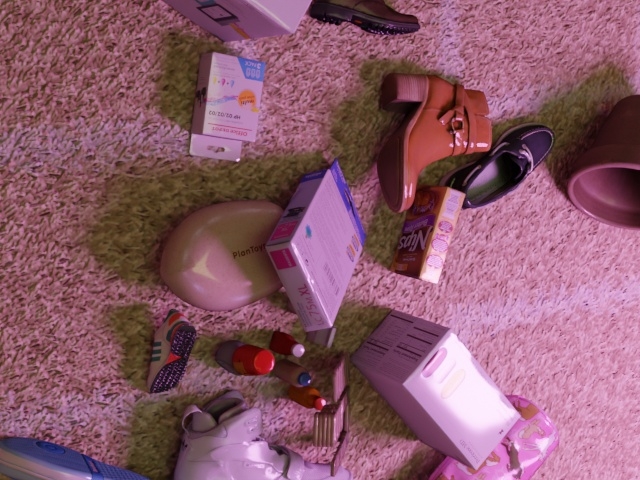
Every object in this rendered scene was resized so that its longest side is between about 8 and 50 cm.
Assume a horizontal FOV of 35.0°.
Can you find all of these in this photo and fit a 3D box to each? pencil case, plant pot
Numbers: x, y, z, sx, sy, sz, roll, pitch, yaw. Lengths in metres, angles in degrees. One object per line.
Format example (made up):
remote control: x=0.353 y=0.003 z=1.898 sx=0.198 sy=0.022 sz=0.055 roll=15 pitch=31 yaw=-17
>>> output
pencil case: x=0.316 y=0.490 z=2.090 sx=0.386 sy=0.167 sz=0.160 roll=-45 pitch=152 yaw=-16
plant pot: x=0.680 y=-0.181 z=2.167 sx=0.263 sy=0.263 sz=0.229 roll=33 pitch=64 yaw=-27

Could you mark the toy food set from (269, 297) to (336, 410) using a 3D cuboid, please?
toy food set: x=-0.020 y=0.195 z=1.903 sx=0.111 sy=0.104 sz=0.232 roll=20 pitch=87 yaw=-28

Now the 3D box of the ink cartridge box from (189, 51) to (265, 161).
ink cartridge box: x=-0.166 y=-0.233 z=1.799 sx=0.104 sy=0.062 sz=0.181 roll=6 pitch=94 yaw=-28

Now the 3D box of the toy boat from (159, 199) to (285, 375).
toy boat: x=-0.159 y=0.090 z=1.811 sx=0.268 sy=0.148 sz=0.318 roll=-11 pitch=94 yaw=-31

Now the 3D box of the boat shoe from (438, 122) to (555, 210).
boat shoe: x=0.382 y=-0.147 z=2.082 sx=0.303 sy=0.091 sz=0.114 roll=-36 pitch=111 yaw=-19

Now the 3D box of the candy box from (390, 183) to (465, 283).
candy box: x=0.209 y=-0.015 z=1.997 sx=0.053 sy=0.109 sz=0.186 roll=17 pitch=87 yaw=-29

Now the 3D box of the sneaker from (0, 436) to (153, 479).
sneaker: x=-0.430 y=0.470 z=1.713 sx=0.319 sy=0.127 sz=0.208 roll=26 pitch=91 yaw=-19

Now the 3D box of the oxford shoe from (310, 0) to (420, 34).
oxford shoe: x=0.094 y=-0.441 z=1.902 sx=0.227 sy=0.083 sz=0.096 roll=10 pitch=87 yaw=-30

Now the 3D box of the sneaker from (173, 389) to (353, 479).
sneaker: x=-0.098 y=0.392 z=1.867 sx=0.366 sy=0.137 sz=0.210 roll=2 pitch=98 yaw=-25

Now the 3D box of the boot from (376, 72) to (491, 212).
boot: x=0.226 y=-0.183 z=1.977 sx=0.220 sy=0.109 sz=0.283 roll=7 pitch=73 yaw=-25

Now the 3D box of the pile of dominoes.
pile of dominoes: x=0.023 y=0.315 z=1.894 sx=0.040 sy=0.251 sz=0.195 roll=2 pitch=94 yaw=7

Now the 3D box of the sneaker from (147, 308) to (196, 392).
sneaker: x=-0.271 y=0.194 z=1.802 sx=0.057 sy=0.075 sz=0.161 roll=5 pitch=121 yaw=-36

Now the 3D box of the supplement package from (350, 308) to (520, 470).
supplement package: x=0.222 y=0.289 z=1.987 sx=0.145 sy=0.204 sz=0.262 roll=-47 pitch=115 yaw=-15

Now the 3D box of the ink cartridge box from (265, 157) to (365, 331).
ink cartridge box: x=0.000 y=0.000 z=1.839 sx=0.185 sy=0.065 sz=0.311 roll=66 pitch=28 yaw=-25

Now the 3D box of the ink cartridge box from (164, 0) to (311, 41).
ink cartridge box: x=-0.134 y=-0.465 z=1.669 sx=0.197 sy=0.270 sz=0.198 roll=32 pitch=81 yaw=-29
